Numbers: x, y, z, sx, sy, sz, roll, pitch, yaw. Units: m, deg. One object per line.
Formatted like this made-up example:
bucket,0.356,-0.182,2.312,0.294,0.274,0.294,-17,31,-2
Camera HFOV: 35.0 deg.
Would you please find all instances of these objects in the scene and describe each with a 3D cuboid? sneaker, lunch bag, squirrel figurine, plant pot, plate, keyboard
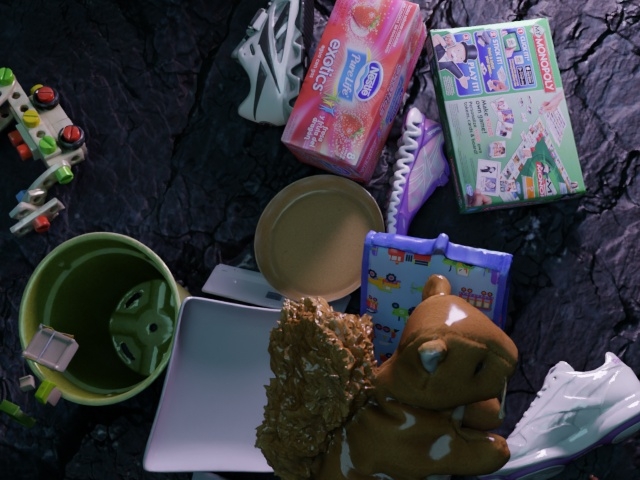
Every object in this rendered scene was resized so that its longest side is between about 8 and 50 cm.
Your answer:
sneaker,-0.089,-0.369,1.829,0.146,0.122,0.330,4,81,11
lunch bag,0.178,0.094,1.597,0.221,0.293,0.138,12,54,13
squirrel figurine,0.096,0.229,1.503,0.397,0.281,0.370,19,127,4
plant pot,-0.324,0.140,1.726,0.276,0.254,0.276,-2,82,13
plant pot,0.000,0.000,1.781,0.236,0.032,0.236,-5,72,14
sneaker,0.377,0.290,1.643,0.305,0.114,0.152,-27,63,2
sneaker,0.173,-0.105,1.752,0.104,0.095,0.236,14,87,-4
plate,-0.145,0.234,1.629,0.045,0.278,0.277,16,94,50
keyboard,-0.078,0.093,1.786,0.256,0.014,0.072,12,47,14

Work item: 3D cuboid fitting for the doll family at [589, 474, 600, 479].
doll family,0.491,0.440,1.577,0.193,0.111,0.076,31,88,15

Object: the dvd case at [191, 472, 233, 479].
dvd case,-0.163,0.480,1.654,0.022,0.253,0.180,14,80,-30

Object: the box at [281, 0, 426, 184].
box,0.063,-0.267,1.766,0.142,0.154,0.300,20,84,14

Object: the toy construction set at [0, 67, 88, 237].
toy construction set,-0.560,-0.177,1.883,0.215,0.151,0.327,-29,83,-19

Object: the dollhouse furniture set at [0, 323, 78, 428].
dollhouse furniture set,-0.437,0.215,1.598,0.076,0.058,0.151,18,67,22

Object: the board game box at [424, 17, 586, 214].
board game box,0.312,-0.213,1.725,0.213,0.046,0.317,-7,78,-9
